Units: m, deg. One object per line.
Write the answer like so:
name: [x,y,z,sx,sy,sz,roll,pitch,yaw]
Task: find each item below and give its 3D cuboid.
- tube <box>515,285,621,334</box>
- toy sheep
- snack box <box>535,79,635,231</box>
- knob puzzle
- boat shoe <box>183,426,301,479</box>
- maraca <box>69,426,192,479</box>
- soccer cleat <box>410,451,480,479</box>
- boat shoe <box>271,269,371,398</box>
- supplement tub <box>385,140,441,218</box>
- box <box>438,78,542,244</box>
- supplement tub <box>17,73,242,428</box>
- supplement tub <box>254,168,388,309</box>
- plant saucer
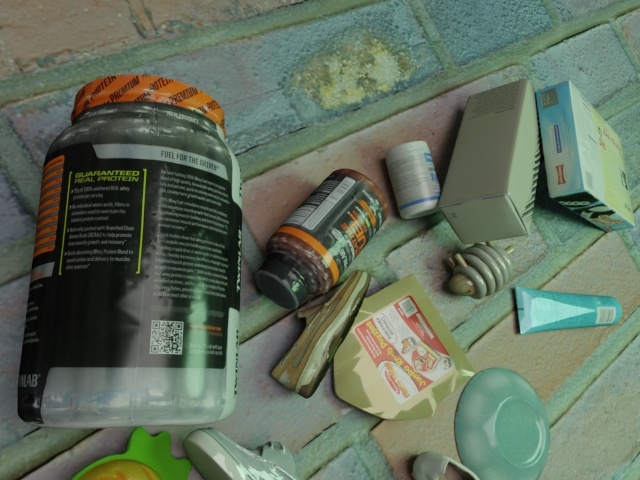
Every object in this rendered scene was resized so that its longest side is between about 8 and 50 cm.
tube: [0.426,0.122,0.993,0.207,0.052,0.080,4,70,-22]
toy sheep: [0.255,0.042,0.900,0.132,0.091,0.091,-33,93,-13]
snack box: [0.478,-0.135,1.017,0.322,0.060,0.187,14,69,-48]
knob puzzle: [0.098,0.166,0.811,0.213,0.030,0.213,5,70,-13]
boat shoe: [-0.062,0.283,0.675,0.227,0.079,0.081,48,51,-14]
maraca: [-0.201,0.277,0.588,0.127,0.099,0.185,58,33,-9]
soccer cleat: [0.209,0.360,0.791,0.196,0.076,0.068,40,62,-13]
boat shoe: [0.000,0.109,0.758,0.072,0.068,0.190,26,62,15]
supplement tub: [0.145,-0.092,0.886,0.071,0.071,0.107,-9,82,-30]
box: [0.279,-0.129,0.909,0.094,0.113,0.275,50,48,-33]
supplement tub: [-0.187,0.017,0.600,0.207,0.207,0.337,7,74,-26]
supplement tub: [0.000,0.000,0.764,0.106,0.106,0.198,46,61,-10]
plant saucer: [0.294,0.293,0.879,0.195,0.037,0.194,8,72,-25]
